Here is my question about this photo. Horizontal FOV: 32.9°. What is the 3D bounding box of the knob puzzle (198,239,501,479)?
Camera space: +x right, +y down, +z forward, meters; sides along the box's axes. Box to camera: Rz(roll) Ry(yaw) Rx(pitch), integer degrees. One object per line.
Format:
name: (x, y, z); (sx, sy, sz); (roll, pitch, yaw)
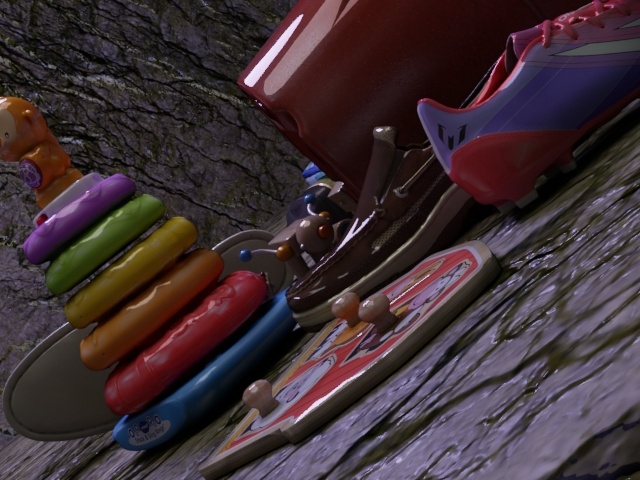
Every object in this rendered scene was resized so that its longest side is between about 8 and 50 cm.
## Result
knob puzzle: (0.024, 0.050, 0.631); (0.213, 0.030, 0.213); (-38, 4, 3)

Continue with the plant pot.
plant pot: (0.087, -0.163, 0.945); (0.265, 0.272, 0.272); (-47, 4, 1)

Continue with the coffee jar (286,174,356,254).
coffee jar: (0.048, -0.060, 1.215); (0.184, 0.079, 0.096); (-42, 5, -27)

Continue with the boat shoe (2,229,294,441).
boat shoe: (-0.184, 0.100, 1.183); (0.340, 0.127, 0.113); (-38, 3, -6)

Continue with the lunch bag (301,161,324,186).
lunch bag: (0.073, -0.178, 2.160); (0.219, 0.090, 0.176); (-41, 7, -10)

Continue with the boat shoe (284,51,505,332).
boat shoe: (0.066, -0.042, 0.783); (0.257, 0.095, 0.095); (-39, 4, 1)

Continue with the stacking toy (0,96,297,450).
stacking toy: (-0.172, 0.006, 0.886); (0.175, 0.302, 0.166); (-32, 7, 48)

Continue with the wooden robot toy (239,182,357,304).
wooden robot toy: (0.000, 0.000, 1.027); (0.173, 0.076, 0.079); (-42, 8, -27)

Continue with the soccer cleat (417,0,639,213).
soccer cleat: (0.174, -0.120, 0.696); (0.248, 0.095, 0.083); (-40, 5, -10)
